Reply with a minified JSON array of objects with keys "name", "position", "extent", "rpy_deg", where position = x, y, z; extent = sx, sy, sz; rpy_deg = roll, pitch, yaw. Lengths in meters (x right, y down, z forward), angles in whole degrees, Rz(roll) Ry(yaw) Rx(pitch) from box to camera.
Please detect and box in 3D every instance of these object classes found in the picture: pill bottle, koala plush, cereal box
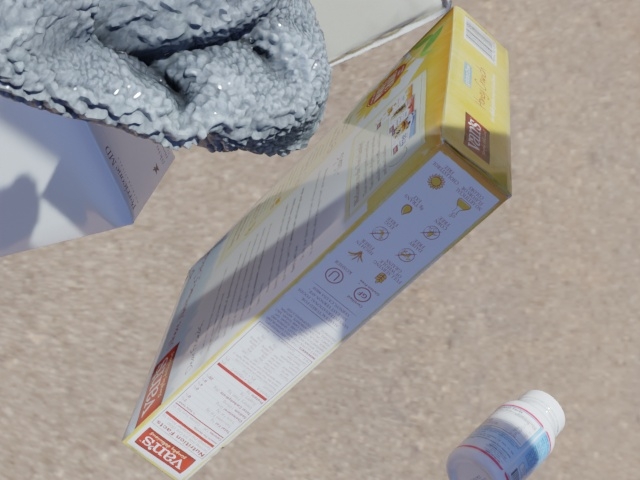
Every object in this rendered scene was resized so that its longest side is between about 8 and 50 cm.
[{"name":"pill bottle","position":[0.234,0.254,1.486],"extent":[0.160,0.087,0.087],"rpy_deg":[-34,105,-38]},{"name":"koala plush","position":[-0.060,-0.167,0.557],"extent":[0.203,0.196,0.221],"rpy_deg":[17,102,-27]},{"name":"cereal box","position":[0.000,0.000,0.627],"extent":[0.047,0.240,0.173],"rpy_deg":[38,29,-15]}]

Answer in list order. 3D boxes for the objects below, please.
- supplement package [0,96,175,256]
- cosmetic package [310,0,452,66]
[{"name":"supplement package","position":[-0.299,-0.137,1.173],"extent":[0.145,0.204,0.262],"rpy_deg":[-70,142,-56]},{"name":"cosmetic package","position":[0.020,-0.268,0.859],"extent":[0.153,0.129,0.296],"rpy_deg":[52,32,-26]}]
